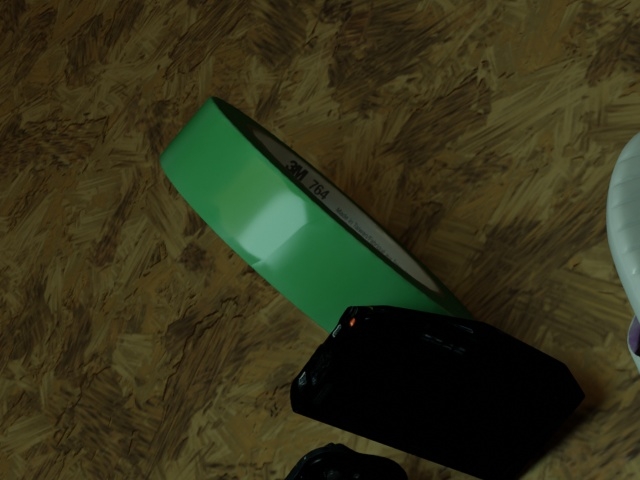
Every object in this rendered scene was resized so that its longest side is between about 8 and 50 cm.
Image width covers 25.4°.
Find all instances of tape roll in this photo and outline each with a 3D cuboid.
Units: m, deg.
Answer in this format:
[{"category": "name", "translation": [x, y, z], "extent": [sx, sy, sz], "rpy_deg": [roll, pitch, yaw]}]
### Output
[{"category": "tape roll", "translation": [0.000, 0.000, 1.288], "extent": [0.077, 0.321, 0.321], "rpy_deg": [-48, 38, 6]}]

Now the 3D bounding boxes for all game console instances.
[{"category": "game console", "translation": [0.044, 0.202, 1.214], "extent": [0.361, 0.213, 0.044], "rpy_deg": [-55, 25, 30]}]

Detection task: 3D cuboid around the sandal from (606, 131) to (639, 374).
[{"category": "sandal", "translation": [0.304, 0.076, 1.086], "extent": [0.102, 0.169, 0.416], "rpy_deg": [106, 165, -50]}]
